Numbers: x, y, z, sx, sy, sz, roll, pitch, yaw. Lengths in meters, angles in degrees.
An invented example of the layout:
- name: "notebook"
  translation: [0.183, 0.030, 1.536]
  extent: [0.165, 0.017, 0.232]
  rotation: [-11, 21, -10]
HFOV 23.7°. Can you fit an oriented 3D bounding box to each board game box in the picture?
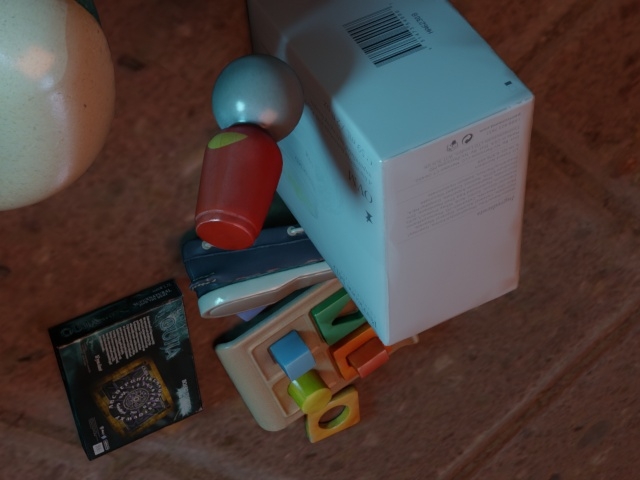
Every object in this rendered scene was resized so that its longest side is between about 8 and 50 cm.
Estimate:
- name: "board game box"
  translation: [-0.180, 0.126, 1.447]
  extent: [0.126, 0.026, 0.186]
  rotation: [-22, 141, -16]

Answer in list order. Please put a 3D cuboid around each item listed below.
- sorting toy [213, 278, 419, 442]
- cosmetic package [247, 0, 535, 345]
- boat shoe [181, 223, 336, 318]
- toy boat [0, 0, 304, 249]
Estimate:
- name: "sorting toy"
  translation: [0.007, 0.115, 1.560]
  extent: [0.196, 0.047, 0.347]
  rotation: [-31, 143, -5]
- name: "cosmetic package"
  translation: [0.053, -0.079, 1.234]
  extent: [0.138, 0.224, 0.224]
  rotation: [-24, 141, -15]
- name: "boat shoe"
  translation: [0.000, 0.000, 1.390]
  extent: [0.255, 0.079, 0.095]
  rotation: [-18, 169, -7]
- name: "toy boat"
  translation: [-0.171, -0.102, 1.057]
  extent: [0.318, 0.148, 0.267]
  rotation: [18, 151, -11]
